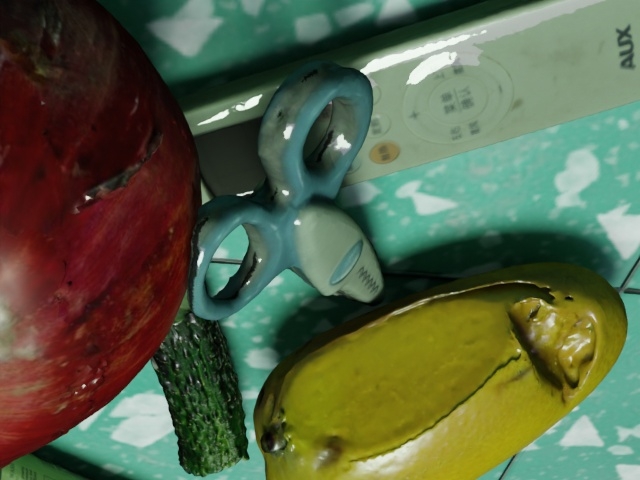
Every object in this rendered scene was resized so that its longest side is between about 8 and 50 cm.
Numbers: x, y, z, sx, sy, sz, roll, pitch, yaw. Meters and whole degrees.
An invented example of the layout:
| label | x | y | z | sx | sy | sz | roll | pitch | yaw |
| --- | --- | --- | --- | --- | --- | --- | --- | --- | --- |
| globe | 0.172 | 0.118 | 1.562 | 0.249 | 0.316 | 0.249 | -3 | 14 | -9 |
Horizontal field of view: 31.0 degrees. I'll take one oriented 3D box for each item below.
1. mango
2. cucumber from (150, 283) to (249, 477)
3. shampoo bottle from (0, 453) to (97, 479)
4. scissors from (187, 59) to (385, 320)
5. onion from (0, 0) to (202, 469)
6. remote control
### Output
| label | x | y | z | sx | sy | sz | roll | pitch | yaw |
| --- | --- | --- | --- | --- | --- | --- | --- | --- | --- |
| mango | 0.080 | 0.097 | 0.758 | 0.262 | 0.130 | 0.167 | -28 | 163 | 9 |
| cucumber | -0.083 | 0.096 | 0.788 | 0.058 | 0.058 | 0.187 | -8 | 138 | -1 |
| shampoo bottle | -0.242 | 0.196 | 0.833 | 0.101 | 0.101 | 0.284 | -36 | 131 | 26 |
| scissors | 0.000 | 0.000 | 0.632 | 0.138 | 0.041 | 0.289 | -58 | 163 | -5 |
| onion | -0.190 | -0.011 | 0.512 | 0.276 | 0.276 | 0.276 | -5 | 137 | -5 |
| remote control | 0.052 | -0.081 | 0.633 | 0.309 | 0.038 | 0.090 | -15 | 137 | 7 |
